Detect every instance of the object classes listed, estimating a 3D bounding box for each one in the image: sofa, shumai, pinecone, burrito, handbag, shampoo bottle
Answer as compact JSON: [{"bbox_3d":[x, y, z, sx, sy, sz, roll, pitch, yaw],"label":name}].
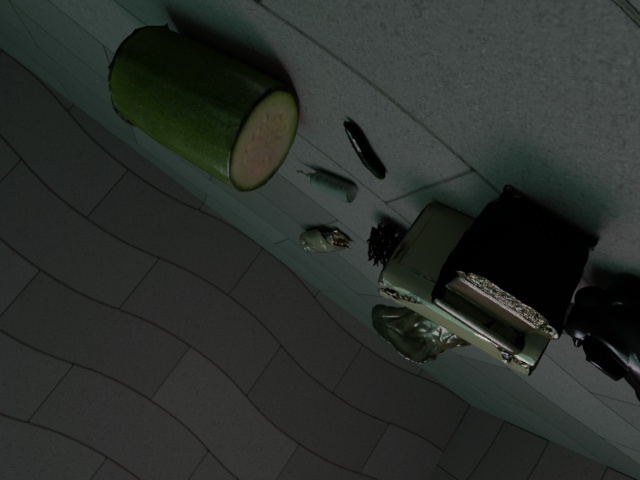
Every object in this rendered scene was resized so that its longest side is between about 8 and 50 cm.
[{"bbox_3d":[0.349,0.062,0.857,0.200,0.258,0.182,32,153,9],"label":"sofa"},{"bbox_3d":[0.309,0.194,1.193,0.330,0.288,0.292,29,147,45],"label":"shumai"},{"bbox_3d":[0.194,0.016,1.343,0.120,0.140,0.140,4,161,7],"label":"pinecone"},{"bbox_3d":[0.000,0.000,1.876,0.117,0.076,0.392,47,162,-17],"label":"burrito"},{"bbox_3d":[0.338,0.102,1.006,0.358,0.237,0.160,29,153,27],"label":"handbag"},{"bbox_3d":[0.014,-0.165,1.317,0.195,0.056,0.056,29,165,32],"label":"shampoo bottle"}]

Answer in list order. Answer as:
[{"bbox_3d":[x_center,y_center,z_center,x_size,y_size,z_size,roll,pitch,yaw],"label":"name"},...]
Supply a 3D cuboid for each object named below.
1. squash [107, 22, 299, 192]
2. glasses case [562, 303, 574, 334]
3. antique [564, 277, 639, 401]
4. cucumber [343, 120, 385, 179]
[{"bbox_3d":[-0.269,-0.312,1.077,0.384,0.263,0.263,31,166,18],"label":"squash"},{"bbox_3d":[0.554,0.188,1.168,0.047,0.071,0.205,37,166,-21],"label":"glasses case"},{"bbox_3d":[0.619,0.202,0.841,0.255,0.185,0.322,35,168,-29],"label":"antique"},{"bbox_3d":[0.100,-0.197,1.037,0.033,0.036,0.184,32,170,47],"label":"cucumber"}]
